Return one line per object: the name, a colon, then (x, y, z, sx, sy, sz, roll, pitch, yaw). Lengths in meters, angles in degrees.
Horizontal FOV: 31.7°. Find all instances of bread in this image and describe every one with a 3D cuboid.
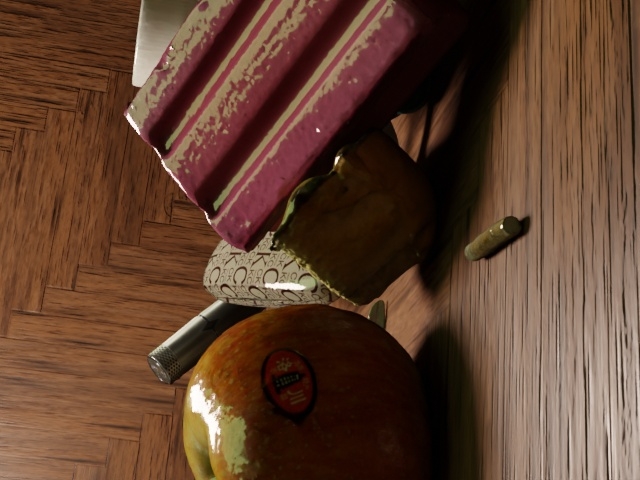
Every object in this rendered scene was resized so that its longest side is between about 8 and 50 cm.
bread: (0.056, -0.013, 1.248, 0.174, 0.133, 0.251, -46, -13, 4)

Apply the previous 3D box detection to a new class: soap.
soap: (-0.037, -0.187, 1.220, 0.128, 0.233, 0.359, -22, -21, -53)

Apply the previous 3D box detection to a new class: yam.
yam: (0.152, 0.000, 1.006, 0.116, 0.021, 0.021, 129, 148, -74)

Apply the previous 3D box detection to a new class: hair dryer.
hair dryer: (-0.093, 0.185, 1.903, 0.320, 0.284, 0.156, -48, 13, -26)

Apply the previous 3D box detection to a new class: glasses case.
glasses case: (-0.062, 0.034, 1.721, 0.355, 0.085, 0.137, -3, 54, 53)

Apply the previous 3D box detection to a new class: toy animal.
toy animal: (0.054, 0.185, 1.420, 0.075, 0.041, 0.216, -124, 47, -79)

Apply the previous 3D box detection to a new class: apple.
apple: (-0.021, 0.217, 1.177, 0.309, 0.250, 0.277, -103, 23, -60)

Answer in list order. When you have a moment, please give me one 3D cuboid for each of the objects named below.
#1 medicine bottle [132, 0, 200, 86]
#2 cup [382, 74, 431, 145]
medicine bottle: (-0.102, -0.310, 1.787, 0.211, 0.372, 0.211, -171, 90, -81)
cup: (0.004, -0.202, 1.411, 0.258, 0.219, 0.289, -8, 98, 45)
